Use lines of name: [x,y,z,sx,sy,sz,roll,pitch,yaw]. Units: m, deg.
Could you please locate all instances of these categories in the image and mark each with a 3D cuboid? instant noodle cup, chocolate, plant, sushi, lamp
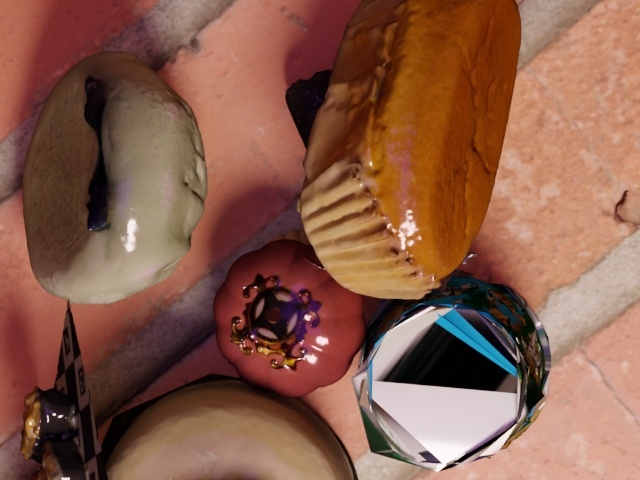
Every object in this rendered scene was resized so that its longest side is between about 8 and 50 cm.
instant noodle cup: [0.147,0.152,1.823,0.240,0.178,0.240,0,93,9]
chocolate: [-0.127,0.315,1.815,0.326,0.297,0.314,-22,85,9]
plant: [0.017,-0.126,1.875,0.094,0.092,0.143,-22,83,-13]
sushi: [-0.297,0.269,1.789,0.059,0.294,0.292,-2,137,-20]
lamp: [-0.033,0.088,1.836,0.182,0.140,0.182,0,90,18]

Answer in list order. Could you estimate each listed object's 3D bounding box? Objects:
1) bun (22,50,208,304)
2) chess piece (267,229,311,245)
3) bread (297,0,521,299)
bun: [-0.218,-0.062,1.853,0.187,0.293,0.293,10,95,-31]
chess piece: [0.000,0.000,1.894,0.122,0.066,0.066,-26,89,12]
bread: [0.108,-0.129,1.759,0.183,0.236,0.388,-1,77,39]
